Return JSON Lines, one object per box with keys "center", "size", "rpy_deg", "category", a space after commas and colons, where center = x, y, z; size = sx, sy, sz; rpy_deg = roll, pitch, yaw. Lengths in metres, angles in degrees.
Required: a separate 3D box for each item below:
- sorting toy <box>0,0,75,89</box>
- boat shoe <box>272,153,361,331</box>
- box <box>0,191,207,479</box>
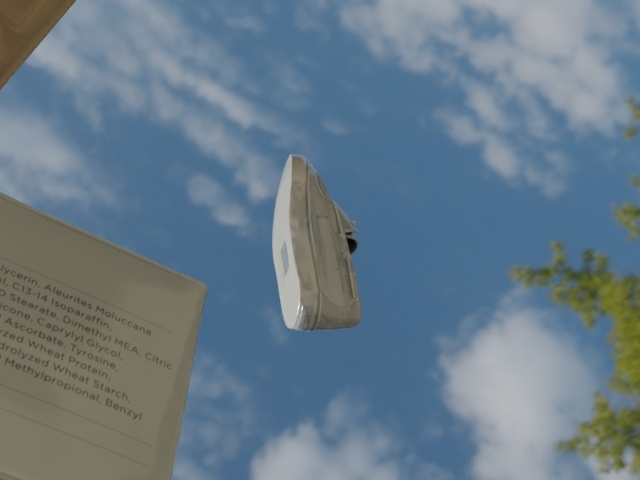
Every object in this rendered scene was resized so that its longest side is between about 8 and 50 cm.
{"center": [-0.329, -0.225, 1.110], "size": [0.193, 0.038, 0.208], "rpy_deg": [42, -135, -17], "category": "sorting toy"}
{"center": [0.000, 0.000, 1.037], "size": [0.063, 0.066, 0.184], "rpy_deg": [8, -144, -15], "category": "boat shoe"}
{"center": [-0.166, 0.071, 0.485], "size": [0.182, 0.181, 0.119], "rpy_deg": [25, -137, -18], "category": "box"}
